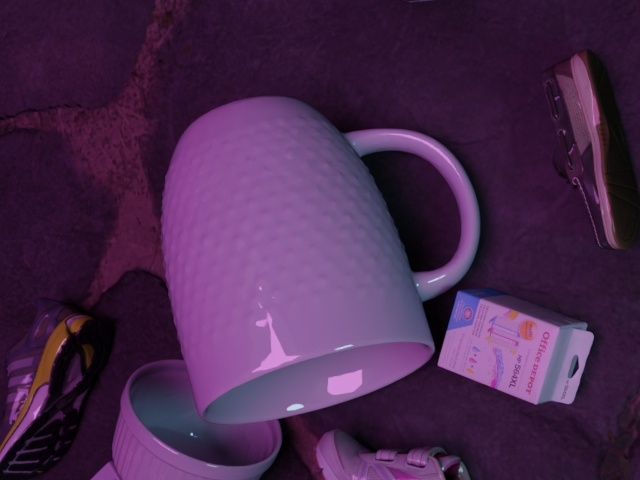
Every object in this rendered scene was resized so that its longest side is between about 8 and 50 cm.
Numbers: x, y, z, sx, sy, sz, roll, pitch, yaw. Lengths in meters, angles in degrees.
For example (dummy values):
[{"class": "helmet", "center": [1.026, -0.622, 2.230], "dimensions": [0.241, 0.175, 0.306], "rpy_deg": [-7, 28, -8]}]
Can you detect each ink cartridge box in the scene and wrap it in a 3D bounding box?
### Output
[{"class": "ink cartridge box", "center": [0.221, 0.118, 1.321], "dimensions": [0.143, 0.090, 0.092], "rpy_deg": [19, 99, 31]}]

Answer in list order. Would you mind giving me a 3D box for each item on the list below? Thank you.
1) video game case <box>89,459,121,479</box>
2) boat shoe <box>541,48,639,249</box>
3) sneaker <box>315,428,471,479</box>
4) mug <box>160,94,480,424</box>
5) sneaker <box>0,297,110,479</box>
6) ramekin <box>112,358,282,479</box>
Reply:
[{"class": "video game case", "center": [-0.296, 0.442, 1.675], "dimensions": [0.183, 0.023, 0.201], "rpy_deg": [-45, 68, 23]}, {"class": "boat shoe", "center": [0.288, -0.093, 1.293], "dimensions": [0.073, 0.080, 0.223], "rpy_deg": [-17, 76, 36]}, {"class": "sneaker", "center": [0.111, 0.282, 1.390], "dimensions": [0.252, 0.103, 0.111], "rpy_deg": [30, 101, 22]}, {"class": "mug", "center": [0.000, 0.000, 1.381], "dimensions": [0.374, 0.276, 0.328], "rpy_deg": [-17, 71, 0]}, {"class": "sneaker", "center": [-0.406, 0.217, 1.710], "dimensions": [0.121, 0.111, 0.300], "rpy_deg": [37, 103, 37]}, {"class": "ramekin", "center": [-0.163, 0.253, 1.495], "dimensions": [0.207, 0.207, 0.109], "rpy_deg": [39, 117, 26]}]
